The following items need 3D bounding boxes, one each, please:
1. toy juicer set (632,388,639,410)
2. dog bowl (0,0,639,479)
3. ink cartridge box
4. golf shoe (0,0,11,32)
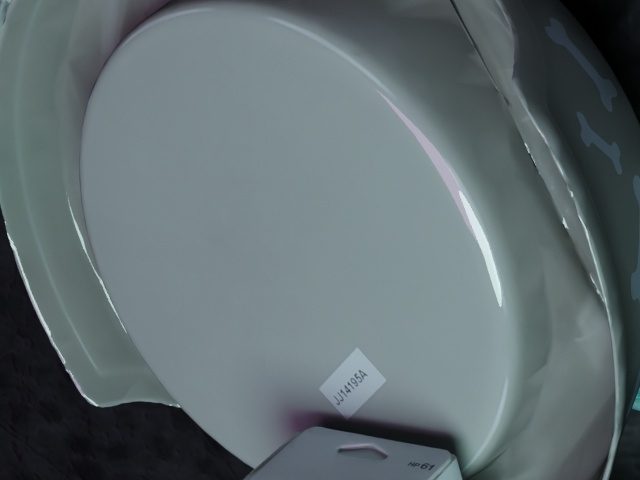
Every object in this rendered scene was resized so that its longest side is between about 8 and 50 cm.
[{"bbox_3d":[0.153,-0.007,0.587,0.329,0.089,0.209,-1,113,42],"label":"toy juicer set"},{"bbox_3d":[0.000,0.000,0.586,0.349,0.102,0.348,22,128,31],"label":"dog bowl"},{"bbox_3d":[0.024,0.149,0.541,0.088,0.052,0.122,1,114,41],"label":"ink cartridge box"},{"bbox_3d":[-0.206,-0.114,0.644,0.140,0.306,0.115,-11,152,-3],"label":"golf shoe"}]
